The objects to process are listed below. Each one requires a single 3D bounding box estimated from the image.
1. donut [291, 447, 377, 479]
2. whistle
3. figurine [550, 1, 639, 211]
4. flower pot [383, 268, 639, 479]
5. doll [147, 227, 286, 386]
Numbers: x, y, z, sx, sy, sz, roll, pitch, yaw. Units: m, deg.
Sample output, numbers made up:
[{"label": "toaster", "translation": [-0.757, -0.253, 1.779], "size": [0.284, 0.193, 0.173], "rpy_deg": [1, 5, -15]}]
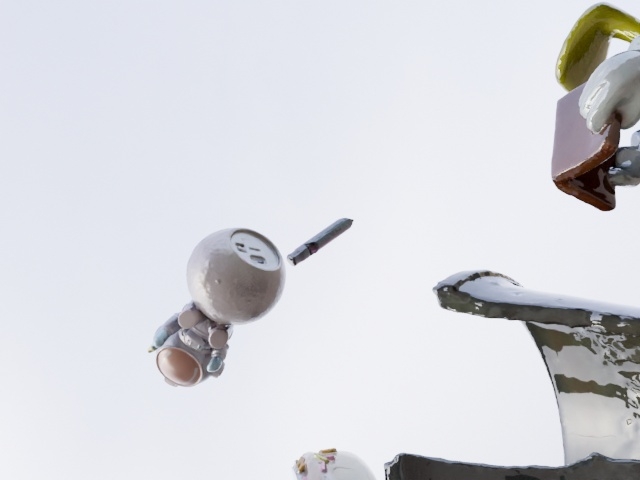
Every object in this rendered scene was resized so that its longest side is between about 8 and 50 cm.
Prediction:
[{"label": "donut", "translation": [0.065, 0.542, 1.198], "size": [0.143, 0.382, 0.382], "rpy_deg": [-18, -66, -11]}, {"label": "whistle", "translation": [0.000, 0.000, 1.434], "size": [0.176, 0.033, 0.033], "rpy_deg": [-36, -59, -29]}, {"label": "figurine", "translation": [0.315, -0.134, 0.549], "size": [0.283, 0.338, 0.204], "rpy_deg": [-38, -45, -19]}, {"label": "flower pot", "translation": [0.271, 0.201, 0.638], "size": [0.379, 0.251, 0.379], "rpy_deg": [19, -116, -45]}, {"label": "doll", "translation": [-0.162, 0.111, 1.022], "size": [0.151, 0.151, 0.287], "rpy_deg": [8, -52, -39]}]
